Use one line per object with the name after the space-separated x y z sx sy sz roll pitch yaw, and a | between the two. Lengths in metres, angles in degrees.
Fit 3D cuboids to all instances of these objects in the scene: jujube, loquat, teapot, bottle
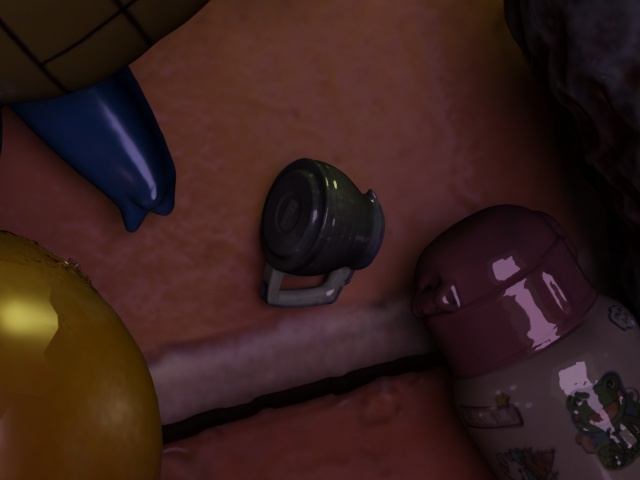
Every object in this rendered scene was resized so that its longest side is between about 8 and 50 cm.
0.233 -0.078 0.993 0.226 0.226 0.317 -30 92 -15 | jujube
-0.189 0.105 0.853 0.235 0.235 0.235 1 88 -17 | loquat
0.000 0.000 1.004 0.057 0.066 0.088 14 107 -33 | teapot
0.145 0.097 1.011 0.120 0.120 0.253 -33 98 -15 | bottle

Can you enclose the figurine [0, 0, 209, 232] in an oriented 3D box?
-0.129 -0.172 0.888 0.243 0.298 0.416 24 77 19 | figurine
